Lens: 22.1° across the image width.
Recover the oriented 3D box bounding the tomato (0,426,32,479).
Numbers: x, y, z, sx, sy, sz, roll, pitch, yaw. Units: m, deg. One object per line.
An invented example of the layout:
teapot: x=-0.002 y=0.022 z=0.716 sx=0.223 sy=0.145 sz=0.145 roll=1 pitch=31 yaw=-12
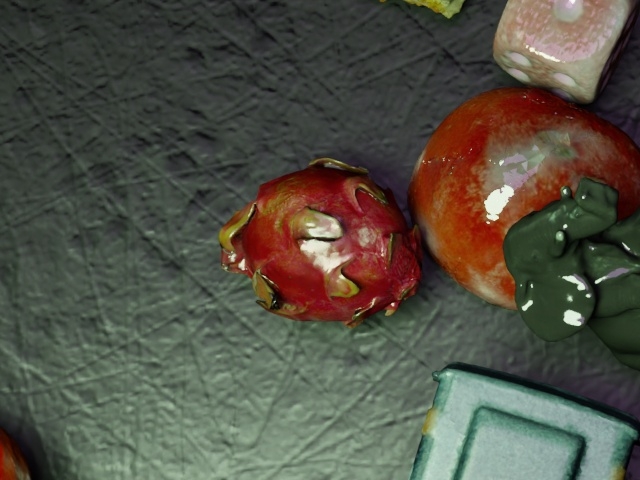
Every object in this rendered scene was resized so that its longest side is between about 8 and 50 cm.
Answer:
tomato: x=-0.311 y=0.222 z=1.259 sx=0.200 sy=0.139 sz=0.233 roll=-49 pitch=42 yaw=-12

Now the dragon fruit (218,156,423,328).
dragon fruit: x=0.000 y=0.000 z=1.275 sx=0.166 sy=0.136 sz=0.133 roll=3 pitch=86 yaw=28

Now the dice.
dice: x=0.196 y=-0.169 z=1.303 sx=0.093 sy=0.091 sz=0.094 roll=28 pitch=81 yaw=13

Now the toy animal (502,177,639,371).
toy animal: x=0.228 y=0.033 z=1.188 sx=0.146 sy=0.245 sz=0.114 roll=-8 pitch=45 yaw=42

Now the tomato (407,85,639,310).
tomato: x=0.163 y=-0.038 z=1.274 sx=0.189 sy=0.099 sz=0.173 roll=34 pitch=82 yaw=12

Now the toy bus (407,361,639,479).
toy bus: x=0.114 y=0.257 z=1.164 sx=0.162 sy=0.194 sz=0.323 roll=17 pitch=80 yaw=12

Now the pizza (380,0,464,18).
pizza: x=0.058 y=-0.262 z=1.366 sx=0.134 sy=0.046 sz=0.175 roll=-10 pitch=76 yaw=4
